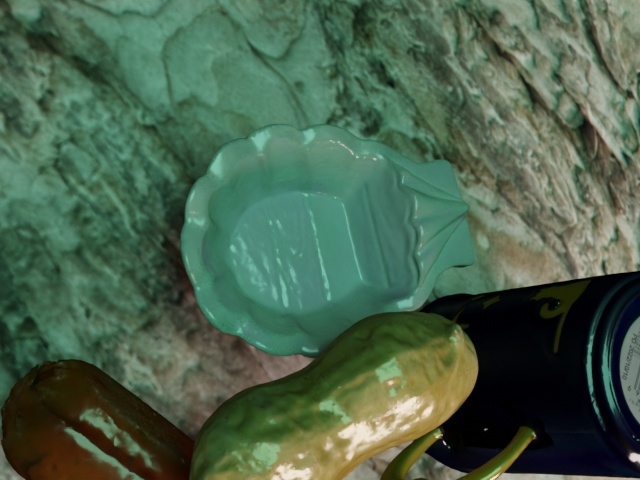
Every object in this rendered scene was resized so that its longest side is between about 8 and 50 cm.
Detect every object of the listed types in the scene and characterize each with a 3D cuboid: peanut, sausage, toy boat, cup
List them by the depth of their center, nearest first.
[{"bbox_3d":[0.012,0.128,0.740,0.263,0.101,0.117,-25,133,-23],"label":"peanut"},{"bbox_3d":[-0.104,0.214,0.751,0.330,0.102,0.102,39,64,-17],"label":"sausage"},{"bbox_3d":[0.191,0.155,0.838,0.178,0.256,0.255,35,67,-19],"label":"cup"},{"bbox_3d":[0.000,0.000,0.850,0.290,0.100,0.199,-9,85,-29],"label":"toy boat"}]
